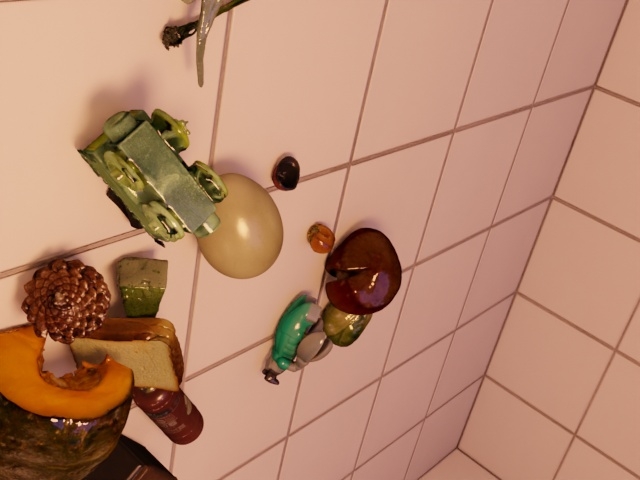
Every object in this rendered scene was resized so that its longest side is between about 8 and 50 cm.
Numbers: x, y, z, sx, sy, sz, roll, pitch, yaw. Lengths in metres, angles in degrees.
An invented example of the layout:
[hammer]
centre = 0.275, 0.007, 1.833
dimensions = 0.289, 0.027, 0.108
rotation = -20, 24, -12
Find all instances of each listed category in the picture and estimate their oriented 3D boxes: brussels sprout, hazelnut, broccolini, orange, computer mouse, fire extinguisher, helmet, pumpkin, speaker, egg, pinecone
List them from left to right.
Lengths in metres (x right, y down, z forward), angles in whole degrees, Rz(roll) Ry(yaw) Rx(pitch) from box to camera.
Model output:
[pumpkin]
centre = -0.518, 0.318, 1.489
dimensions = 0.256, 0.303, 0.225
rotation = -58, 172, -61
[pinecone]
centre = -0.466, 0.110, 1.491
dimensions = 0.173, 0.173, 0.173
rotation = -35, 143, -32
[speaker]
centre = -0.487, 0.599, 1.894
dimensions = 0.231, 0.153, 0.192
rotation = -50, 148, -12
[computer mouse]
centre = -0.349, -0.082, 1.560
dimensions = 0.099, 0.057, 0.172
rotation = -46, 145, -22
[fire extinguisher]
centre = -0.360, 0.379, 1.891
dimensions = 0.344, 0.138, 0.102
rotation = 72, 33, -54
[broccolini]
centre = -0.210, -0.410, 1.490
dimensions = 0.218, 0.044, 0.042
rotation = -40, 130, -36
[egg]
centre = -0.177, -0.031, 1.724
dimensions = 0.188, 0.188, 0.253
rotation = -40, 139, -27
[helmet]
centre = -0.085, -0.153, 1.879
dimensions = 0.065, 0.049, 0.084
rotation = 22, 70, -28
[orange]
centre = 0.000, 0.000, 2.116
dimensions = 0.086, 0.086, 0.062
rotation = -14, 152, -49
[brussels sprout]
centre = 0.078, 0.237, 2.376
dimensions = 0.145, 0.131, 0.183
rotation = -24, 155, -34
[hazelnut]
centre = 0.120, 0.089, 2.257
dimensions = 0.217, 0.217, 0.251
rotation = 35, 65, -59

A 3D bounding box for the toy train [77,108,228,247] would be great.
[toy train]
centre = -0.292, -0.115, 1.431
dimensions = 0.159, 0.188, 0.271
rotation = -46, 117, -19

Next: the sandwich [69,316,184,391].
[sandwich]
centre = -0.397, 0.236, 1.650
dimensions = 0.065, 0.215, 0.186
rotation = -85, 174, -48

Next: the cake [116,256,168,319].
[cake]
centre = -0.360, 0.142, 1.679
dimensions = 0.099, 0.100, 0.235
rotation = -4, 132, -6

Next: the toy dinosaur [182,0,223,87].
[toy dinosaur]
centre = -0.200, -0.448, 1.378
dimensions = 0.205, 0.092, 0.393
rotation = -40, 134, -45

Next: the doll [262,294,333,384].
[doll]
centre = -0.062, 0.274, 2.237
dimensions = 0.153, 0.195, 0.258
rotation = 23, 130, -26
